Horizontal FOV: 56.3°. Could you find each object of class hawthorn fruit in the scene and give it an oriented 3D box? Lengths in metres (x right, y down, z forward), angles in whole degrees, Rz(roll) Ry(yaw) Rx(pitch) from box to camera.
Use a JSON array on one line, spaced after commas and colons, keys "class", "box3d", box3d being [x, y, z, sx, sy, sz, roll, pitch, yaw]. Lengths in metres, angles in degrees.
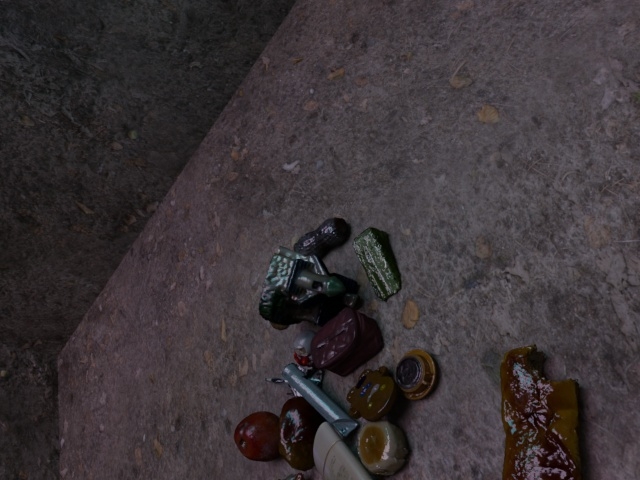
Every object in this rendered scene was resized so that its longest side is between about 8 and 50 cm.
[{"class": "hawthorn fruit", "box3d": [-0.205, 0.662, 2.028, 0.173, 0.173, 0.173, -28, 50, 39]}]

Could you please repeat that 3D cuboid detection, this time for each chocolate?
[{"class": "chocolate", "box3d": [0.000, 0.000, 2.211, 0.248, 0.110, 0.110, -34, 47, 35]}]

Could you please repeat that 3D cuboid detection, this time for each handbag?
[{"class": "handbag", "box3d": [0.077, 0.324, 1.905, 0.225, 0.135, 0.146, -43, 38, 28]}]

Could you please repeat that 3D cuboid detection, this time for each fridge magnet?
[{"class": "fridge magnet", "box3d": [0.267, 0.379, 1.699, 0.143, 0.063, 0.143, -24, 55, 41]}]

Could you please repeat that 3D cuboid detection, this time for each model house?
[{"class": "model house", "box3d": [-0.021, 0.178, 1.980, 0.284, 0.298, 0.243, 10, 78, 15]}]

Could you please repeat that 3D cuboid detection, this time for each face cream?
[{"class": "face cream", "box3d": [0.083, 0.693, 1.708, 0.348, 0.081, 0.174, 40, 129, 53]}]

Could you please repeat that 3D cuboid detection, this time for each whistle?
[{"class": "whistle", "box3d": [-0.006, 0.503, 1.897, 0.312, 0.062, 0.062, 36, 99, 36]}]

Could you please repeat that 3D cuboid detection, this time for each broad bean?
[{"class": "broad bean", "box3d": [-0.061, 0.607, 1.894, 0.122, 0.156, 0.228, -42, 36, 34]}]

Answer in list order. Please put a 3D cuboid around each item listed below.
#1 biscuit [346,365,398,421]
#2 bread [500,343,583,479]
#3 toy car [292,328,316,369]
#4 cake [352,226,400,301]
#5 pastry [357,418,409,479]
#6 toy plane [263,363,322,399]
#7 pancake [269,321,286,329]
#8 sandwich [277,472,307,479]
[{"class": "biscuit", "box3d": [0.150, 0.448, 1.754, 0.180, 0.039, 0.236, -54, 17, -11]}, {"class": "bread", "box3d": [0.501, 0.423, 1.353, 0.185, 0.109, 0.380, -21, 53, 44]}, {"class": "toy car", "box3d": [-0.036, 0.349, 2.012, 0.139, 0.112, 0.112, -43, 36, -25]}, {"class": "cake", "box3d": [0.204, 0.080, 1.974, 0.100, 0.099, 0.235, -38, 65, 30]}, {"class": "pastry", "box3d": [0.171, 0.581, 1.683, 0.166, 0.088, 0.166, -32, 45, 39]}, {"class": "toy plane", "box3d": [-0.083, 0.485, 2.050, 0.234, 0.082, 0.160, -4, 75, 37]}, {"class": "pancake", "box3d": [-0.143, 0.252, 2.308, 0.199, 0.021, 0.199, -27, 52, 41]}, {"class": "sandwich", "box3d": [-0.112, 0.845, 1.869, 0.292, 0.109, 0.212, -26, 45, 37]}]
